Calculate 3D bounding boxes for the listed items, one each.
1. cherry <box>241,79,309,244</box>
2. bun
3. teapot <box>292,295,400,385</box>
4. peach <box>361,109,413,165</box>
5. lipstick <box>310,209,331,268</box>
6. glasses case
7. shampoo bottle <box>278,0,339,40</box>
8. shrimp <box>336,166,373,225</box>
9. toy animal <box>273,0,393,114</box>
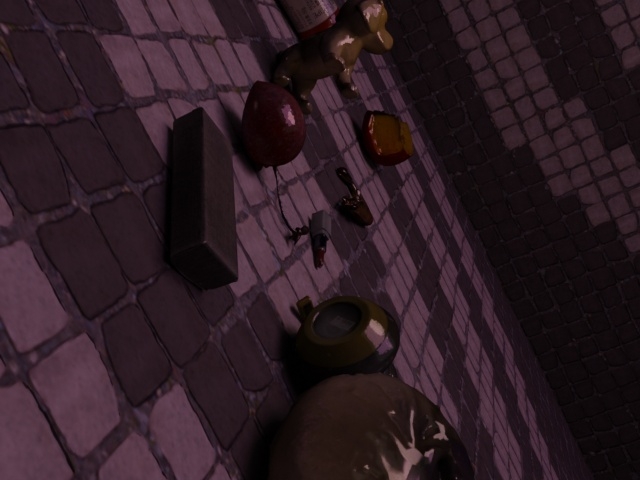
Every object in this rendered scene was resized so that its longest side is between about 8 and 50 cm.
[{"bbox_3d":[-0.057,-0.113,1.024,0.107,0.090,0.226,-105,-177,-74],"label":"cherry"},{"bbox_3d":[0.061,0.255,0.730,0.273,0.168,0.273,41,36,-39],"label":"bun"},{"bbox_3d":[0.026,0.129,0.889,0.165,0.130,0.119,38,-26,50],"label":"teapot"},{"bbox_3d":[0.158,-0.235,1.720,0.151,0.118,0.151,26,8,-4],"label":"peach"},{"bbox_3d":[0.000,0.000,1.111,0.025,0.025,0.107,50,29,-37],"label":"lipstick"},{"bbox_3d":[-0.126,-0.048,0.780,0.071,0.047,0.205,53,21,-46],"label":"glasses case"},{"bbox_3d":[-0.025,-0.505,1.567,0.278,0.104,0.104,56,20,-27],"label":"shampoo bottle"},{"bbox_3d":[0.058,-0.090,1.379,0.124,0.034,0.178,67,16,15],"label":"shrimp"},{"bbox_3d":[0.022,-0.326,1.286,0.121,0.233,0.169,39,39,-44],"label":"toy animal"}]
